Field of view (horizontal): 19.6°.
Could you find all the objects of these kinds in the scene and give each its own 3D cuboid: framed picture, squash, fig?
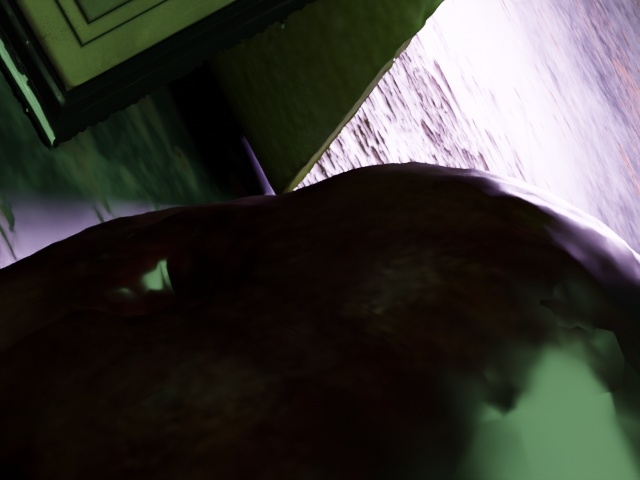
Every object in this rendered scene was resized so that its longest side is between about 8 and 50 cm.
[{"bbox_3d":[-0.068,-0.163,0.695,0.199,0.195,0.010,60,-19,-4],"label":"framed picture"},{"bbox_3d":[0.043,-0.130,0.839,0.133,0.220,0.220,60,18,7],"label":"squash"},{"bbox_3d":[0.007,0.140,0.469,0.217,0.216,0.321,-87,164,-57],"label":"fig"}]
